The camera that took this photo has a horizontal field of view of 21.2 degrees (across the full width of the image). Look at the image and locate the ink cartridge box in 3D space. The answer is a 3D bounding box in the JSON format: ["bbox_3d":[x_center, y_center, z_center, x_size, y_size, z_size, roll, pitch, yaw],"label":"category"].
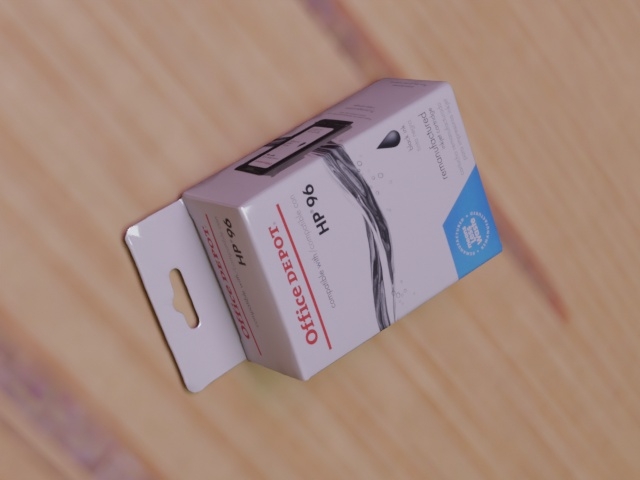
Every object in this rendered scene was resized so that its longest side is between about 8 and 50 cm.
[{"bbox_3d":[0.000,0.000,0.411,0.083,0.028,0.048,-32,114,-26],"label":"ink cartridge box"}]
